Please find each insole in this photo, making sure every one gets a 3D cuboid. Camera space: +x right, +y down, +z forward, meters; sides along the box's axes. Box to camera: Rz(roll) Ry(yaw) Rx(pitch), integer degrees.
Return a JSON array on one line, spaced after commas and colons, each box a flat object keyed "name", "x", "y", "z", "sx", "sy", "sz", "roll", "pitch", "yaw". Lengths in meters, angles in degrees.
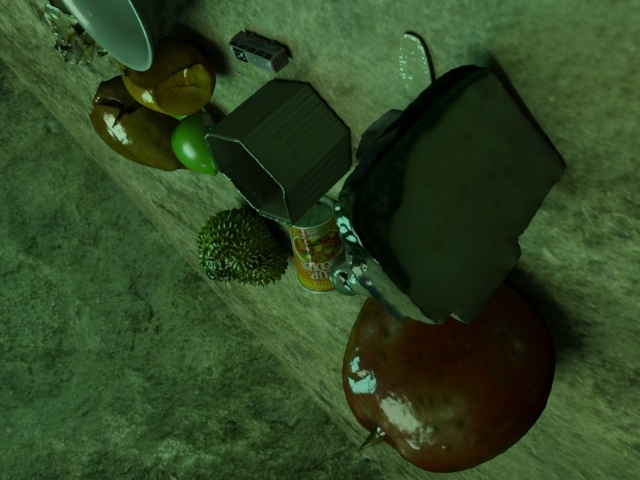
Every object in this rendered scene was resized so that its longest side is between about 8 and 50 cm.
[{"name": "insole", "x": 0.147, "y": -0.227, "z": 1.038, "sx": 0.063, "sy": 0.010, "sz": 0.192, "roll": 30, "pitch": 155, "yaw": 38}]

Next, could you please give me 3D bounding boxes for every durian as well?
[{"name": "durian", "x": -0.233, "y": 0.018, "z": 2.042, "sx": 0.291, "sy": 0.225, "sz": 0.291, "roll": 7, "pitch": 164, "yaw": 2}]

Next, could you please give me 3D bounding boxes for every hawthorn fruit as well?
[{"name": "hawthorn fruit", "x": 0.209, "y": 0.242, "z": 1.298, "sx": 0.403, "sy": 0.403, "sz": 0.403, "roll": 40, "pitch": 160, "yaw": 17}]

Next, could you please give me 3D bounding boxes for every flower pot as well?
[{"name": "flower pot", "x": -0.076, "y": -0.171, "z": 1.348, "sx": 0.239, "sy": 0.189, "sz": 0.209, "roll": 46, "pitch": 161, "yaw": -5}]

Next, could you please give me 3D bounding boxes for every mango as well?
[{"name": "mango", "x": -0.344, "y": -0.374, "z": 1.522, "sx": 0.257, "sy": 0.187, "sz": 0.138, "roll": 52, "pitch": 156, "yaw": 42}]

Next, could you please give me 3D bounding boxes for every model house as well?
[{"name": "model house", "x": 0.128, "y": -0.051, "z": 0.984, "sx": 0.243, "sy": 0.298, "sz": 0.284, "roll": 45, "pitch": 164, "yaw": -14}]

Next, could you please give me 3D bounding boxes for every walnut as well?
[{"name": "walnut", "x": -0.469, "y": -0.303, "z": 1.904, "sx": 0.336, "sy": 0.209, "sz": 0.209, "roll": 42, "pitch": 165, "yaw": -31}]

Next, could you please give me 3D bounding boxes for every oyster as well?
[{"name": "oyster", "x": -0.594, "y": -0.540, "z": 1.767, "sx": 0.337, "sy": 0.133, "sz": 0.198, "roll": 25, "pitch": 150, "yaw": 42}]

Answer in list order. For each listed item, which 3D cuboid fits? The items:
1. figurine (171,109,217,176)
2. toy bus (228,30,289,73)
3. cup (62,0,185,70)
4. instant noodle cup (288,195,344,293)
[{"name": "figurine", "x": -0.313, "y": -0.281, "z": 1.715, "sx": 0.263, "sy": 0.143, "sz": 0.162, "roll": 60, "pitch": 153, "yaw": -9}, {"name": "toy bus", "x": -0.114, "y": -0.345, "z": 1.280, "sx": 0.130, "sy": 0.052, "sz": 0.037, "roll": 31, "pitch": 158, "yaw": 35}, {"name": "cup", "x": -0.382, "y": -0.512, "z": 1.329, "sx": 0.347, "sy": 0.163, "sz": 0.347, "roll": 40, "pitch": 160, "yaw": 18}, {"name": "instant noodle cup", "x": 0.000, "y": 0.000, "z": 1.618, "sx": 0.168, "sy": 0.168, "sz": 0.185, "roll": 28, "pitch": 147, "yaw": 41}]
